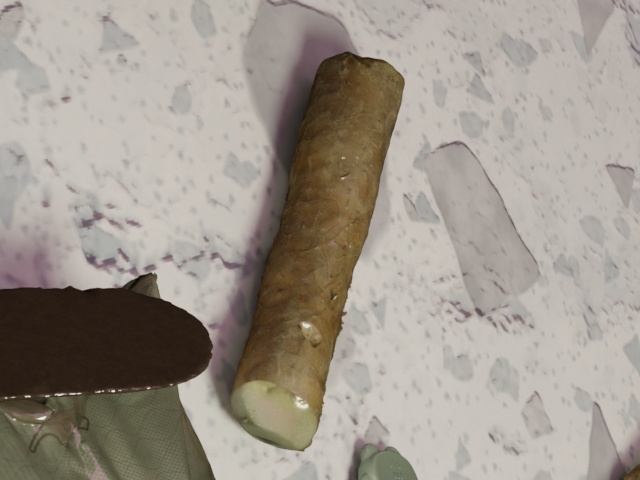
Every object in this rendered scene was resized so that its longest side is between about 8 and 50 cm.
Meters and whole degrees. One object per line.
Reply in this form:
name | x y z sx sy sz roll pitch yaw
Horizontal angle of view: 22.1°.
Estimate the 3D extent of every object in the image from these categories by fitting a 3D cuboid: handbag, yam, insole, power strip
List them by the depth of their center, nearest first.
insole | -0.199 0.047 0.753 0.327 0.007 0.111 1 36 -29
handbag | -0.146 0.120 0.802 0.270 0.117 0.183 -24 97 -49
yam | 0.000 0.000 1.062 0.066 0.066 0.300 39 47 -31
power strip | 0.044 0.174 1.066 0.055 0.035 0.083 14 50 -45

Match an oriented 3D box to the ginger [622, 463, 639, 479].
ginger | 0.241 0.218 1.230 0.089 0.075 0.288 32 37 21
